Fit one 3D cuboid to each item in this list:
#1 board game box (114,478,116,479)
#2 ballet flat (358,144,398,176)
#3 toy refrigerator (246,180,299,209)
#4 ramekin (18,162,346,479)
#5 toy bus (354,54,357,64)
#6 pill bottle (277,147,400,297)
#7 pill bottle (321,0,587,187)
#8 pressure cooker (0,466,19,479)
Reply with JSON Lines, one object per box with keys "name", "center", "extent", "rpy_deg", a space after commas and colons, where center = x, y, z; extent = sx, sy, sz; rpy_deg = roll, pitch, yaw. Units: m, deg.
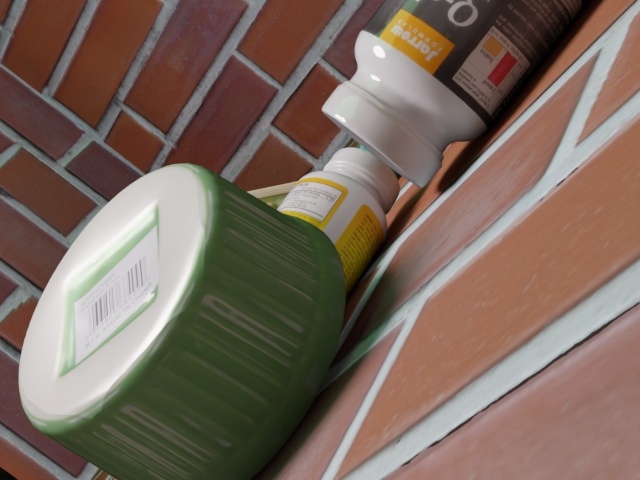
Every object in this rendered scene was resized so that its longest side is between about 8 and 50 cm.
{"name": "board game box", "center": [-0.142, 0.204, 1.383], "extent": [0.316, 0.064, 0.242], "rpy_deg": [-50, 5, 25]}
{"name": "ballet flat", "center": [0.102, -0.150, 1.611], "extent": [0.087, 0.083, 0.247], "rpy_deg": [-66, -5, 31]}
{"name": "toy refrigerator", "center": [-0.099, -0.010, 1.432], "extent": [0.269, 0.102, 0.094], "rpy_deg": [-11, 2, -4]}
{"name": "ramekin", "center": [-0.136, 0.077, 1.016], "extent": [0.303, 0.148, 0.303], "rpy_deg": [-32, 38, 30]}
{"name": "toy bus", "center": [0.163, -0.234, 1.330], "extent": [0.211, 0.149, 0.220], "rpy_deg": [-40, 1, -4]}
{"name": "pill bottle", "center": [0.000, 0.000, 1.204], "extent": [0.208, 0.117, 0.117], "rpy_deg": [-56, 6, -30]}
{"name": "pill bottle", "center": [0.136, -0.200, 1.112], "extent": [0.278, 0.162, 0.162], "rpy_deg": [-52, 5, 2]}
{"name": "pressure cooker", "center": [-0.595, 0.526, 1.550], "extent": [0.420, 0.370, 0.375], "rpy_deg": [-53, 9, 2]}
